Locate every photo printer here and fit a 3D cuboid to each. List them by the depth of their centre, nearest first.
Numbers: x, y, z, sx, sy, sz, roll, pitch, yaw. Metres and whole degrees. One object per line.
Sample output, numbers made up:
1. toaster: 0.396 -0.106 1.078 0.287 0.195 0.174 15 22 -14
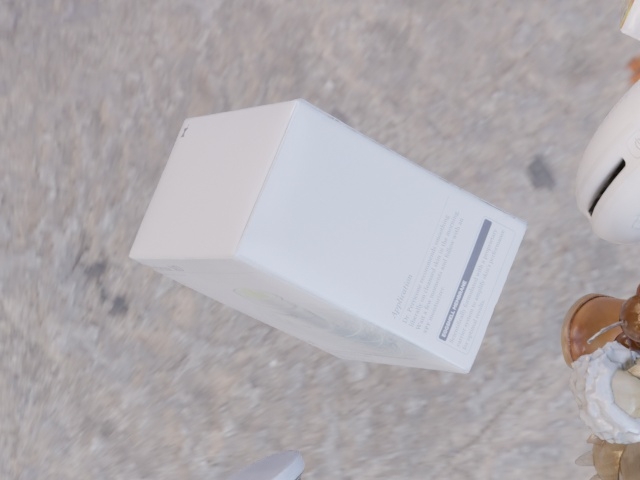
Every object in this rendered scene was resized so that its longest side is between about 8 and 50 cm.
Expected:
1. photo printer: 0.367 -0.115 1.588 0.307 0.256 0.107 -29 77 -14

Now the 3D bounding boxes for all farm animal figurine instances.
1. farm animal figurine: 0.317 0.211 1.566 0.172 0.327 0.330 -31 93 21

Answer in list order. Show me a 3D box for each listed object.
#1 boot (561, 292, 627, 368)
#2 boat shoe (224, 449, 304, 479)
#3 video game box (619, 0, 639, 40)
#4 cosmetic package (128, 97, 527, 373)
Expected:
1. boot: 0.336 0.088 1.730 0.197 0.152 0.073 -9 99 -47
2. boat shoe: -0.056 0.181 1.124 0.142 0.049 0.040 -38 110 -42
3. video game box: 0.353 -0.306 1.757 0.048 0.187 0.205 24 110 4
4. cosmetic package: 0.000 0.000 1.448 0.224 0.224 0.138 28 78 -23
